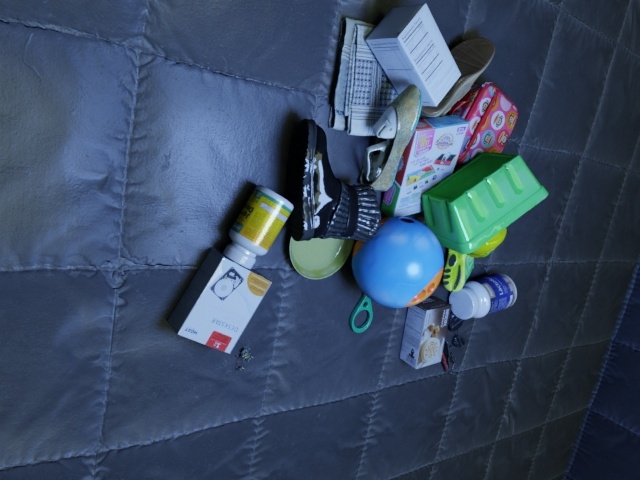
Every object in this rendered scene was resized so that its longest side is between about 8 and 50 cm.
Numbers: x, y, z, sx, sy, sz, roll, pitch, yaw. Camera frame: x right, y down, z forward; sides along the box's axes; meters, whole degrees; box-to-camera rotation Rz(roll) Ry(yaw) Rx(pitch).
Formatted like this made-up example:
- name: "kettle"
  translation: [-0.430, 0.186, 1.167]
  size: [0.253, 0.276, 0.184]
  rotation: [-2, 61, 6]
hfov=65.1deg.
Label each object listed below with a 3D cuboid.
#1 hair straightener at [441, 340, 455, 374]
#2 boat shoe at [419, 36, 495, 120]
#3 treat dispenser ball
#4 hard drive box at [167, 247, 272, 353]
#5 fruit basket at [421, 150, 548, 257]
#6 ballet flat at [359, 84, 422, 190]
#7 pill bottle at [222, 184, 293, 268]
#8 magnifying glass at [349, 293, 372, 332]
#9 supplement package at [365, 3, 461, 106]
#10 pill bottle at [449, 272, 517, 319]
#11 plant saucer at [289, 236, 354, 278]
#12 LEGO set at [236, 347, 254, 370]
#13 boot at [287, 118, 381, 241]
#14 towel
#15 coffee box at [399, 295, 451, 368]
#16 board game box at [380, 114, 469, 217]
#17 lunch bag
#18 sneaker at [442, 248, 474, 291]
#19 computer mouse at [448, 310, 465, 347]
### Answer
- name: "hair straightener"
  translation: [0.547, 0.488, 2.115]
  size: [0.089, 0.047, 0.230]
  rotation: [-41, 126, -17]
- name: "boat shoe"
  translation: [0.427, -0.517, 1.621]
  size: [0.341, 0.121, 0.110]
  rotation: [-46, 166, -8]
- name: "treat dispenser ball"
  translation: [0.242, 0.068, 1.578]
  size: [0.288, 0.288, 0.288]
  rotation: [-14, 115, -32]
- name: "hard drive box"
  translation: [-0.272, 0.166, 1.366]
  size: [0.181, 0.089, 0.232]
  rotation: [32, 87, -39]
- name: "fruit basket"
  translation: [0.545, -0.069, 1.683]
  size: [0.392, 0.283, 0.392]
  rotation: [-6, 106, -22]
- name: "ballet flat"
  translation: [0.194, -0.289, 1.470]
  size: [0.123, 0.123, 0.349]
  rotation: [-16, 140, -31]
- name: "pill bottle"
  translation: [-0.172, -0.033, 1.346]
  size: [0.117, 0.117, 0.208]
  rotation: [33, 87, -39]
- name: "magnifying glass"
  translation: [0.154, 0.211, 1.740]
  size: [0.092, 0.026, 0.231]
  rotation: [2, 107, -37]
- name: "supplement package"
  translation: [0.266, -0.518, 1.418]
  size: [0.134, 0.139, 0.244]
  rotation: [-52, 129, -11]
- name: "pill bottle"
  translation: [0.656, 0.229, 2.030]
  size: [0.264, 0.153, 0.153]
  rotation: [-11, 113, -33]
- name: "plant saucer"
  translation: [0.000, 0.000, 1.536]
  size: [0.241, 0.037, 0.241]
  rotation: [-13, 114, -31]
- name: "LEGO set"
  translation: [-0.232, 0.355, 1.514]
  size: [0.054, 0.023, 0.083]
  rotation: [31, 100, -37]
- name: "boot"
  translation: [0.045, -0.162, 1.419]
  size: [0.260, 0.131, 0.348]
  rotation: [-4, 105, -26]
- name: "towel"
  translation: [0.176, -0.466, 1.479]
  size: [0.324, 0.056, 0.312]
  rotation: [-4, 110, -34]
- name: "coffee box"
  translation: [0.402, 0.350, 1.923]
  size: [0.141, 0.098, 0.247]
  rotation: [-5, 110, -35]
- name: "board game box"
  translation: [0.334, -0.236, 1.620]
  size: [0.242, 0.064, 0.317]
  rotation: [-15, 132, -32]
- name: "lunch bag"
  translation: [0.533, -0.389, 1.738]
  size: [0.258, 0.120, 0.293]
  rotation: [27, 91, -35]
- name: "sneaker"
  translation: [0.543, 0.052, 1.931]
  size: [0.123, 0.109, 0.296]
  rotation: [15, 94, -67]
- name: "computer mouse"
  translation: [0.566, 0.371, 2.098]
  size: [0.071, 0.041, 0.242]
  rotation: [-32, 130, -12]
